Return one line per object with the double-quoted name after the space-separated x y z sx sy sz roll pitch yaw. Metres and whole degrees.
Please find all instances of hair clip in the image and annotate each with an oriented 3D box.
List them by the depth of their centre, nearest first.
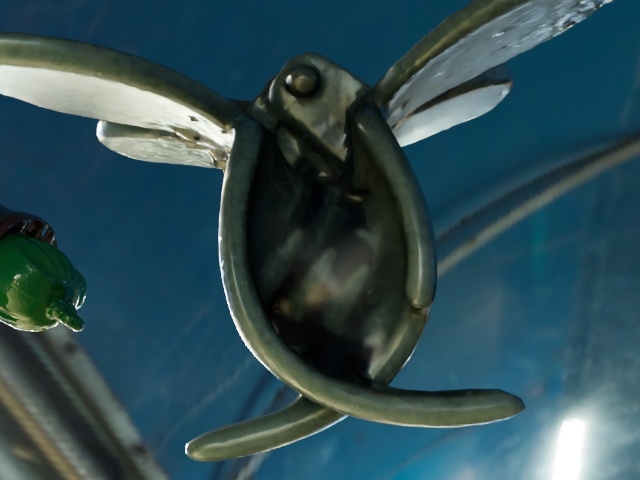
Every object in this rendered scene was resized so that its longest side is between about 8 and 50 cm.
0.000 0.000 0.923 0.392 0.238 0.318 -8 -7 -2 "hair clip"

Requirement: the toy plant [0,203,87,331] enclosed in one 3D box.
-0.289 0.034 1.515 0.200 0.105 0.143 40 2 24 "toy plant"
